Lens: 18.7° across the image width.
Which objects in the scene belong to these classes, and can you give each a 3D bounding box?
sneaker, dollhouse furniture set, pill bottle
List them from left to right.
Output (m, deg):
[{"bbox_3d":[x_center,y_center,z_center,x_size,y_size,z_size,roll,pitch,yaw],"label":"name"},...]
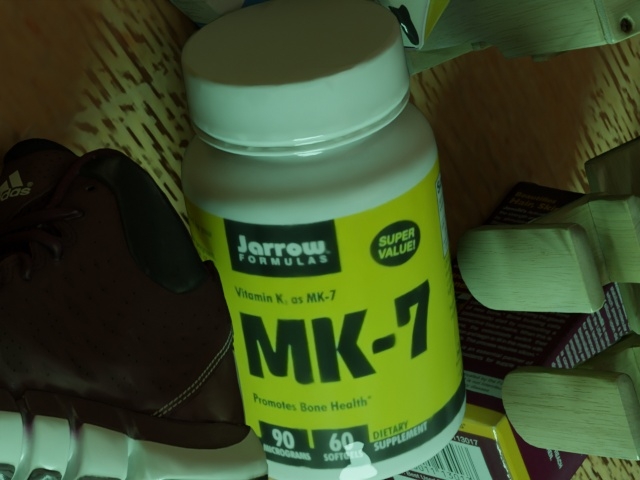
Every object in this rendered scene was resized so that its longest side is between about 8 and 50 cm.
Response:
[{"bbox_3d":[-0.151,0.028,0.788,0.281,0.106,0.162,13,62,-39],"label":"sneaker"},{"bbox_3d":[0.000,0.000,0.906,0.119,0.119,0.208,-36,128,-39],"label":"pill bottle"},{"bbox_3d":[0.153,-0.034,1.004,0.212,0.161,0.242,-24,103,-31],"label":"dollhouse furniture set"}]

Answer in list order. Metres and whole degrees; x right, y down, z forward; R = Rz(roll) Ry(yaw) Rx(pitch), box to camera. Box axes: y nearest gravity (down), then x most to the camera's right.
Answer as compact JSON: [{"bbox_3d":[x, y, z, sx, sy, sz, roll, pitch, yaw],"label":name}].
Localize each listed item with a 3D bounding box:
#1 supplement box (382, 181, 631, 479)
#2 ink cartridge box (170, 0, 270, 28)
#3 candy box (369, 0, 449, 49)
[{"bbox_3d":[0.114,0.059,1.075,0.188,0.104,0.080,-47,131,-33],"label":"supplement box"},{"bbox_3d":[-0.055,-0.133,0.896,0.083,0.028,0.048,39,70,-46],"label":"ink cartridge box"},{"bbox_3d":[0.009,-0.225,0.919,0.159,0.071,0.233,-59,136,-23],"label":"candy box"}]
